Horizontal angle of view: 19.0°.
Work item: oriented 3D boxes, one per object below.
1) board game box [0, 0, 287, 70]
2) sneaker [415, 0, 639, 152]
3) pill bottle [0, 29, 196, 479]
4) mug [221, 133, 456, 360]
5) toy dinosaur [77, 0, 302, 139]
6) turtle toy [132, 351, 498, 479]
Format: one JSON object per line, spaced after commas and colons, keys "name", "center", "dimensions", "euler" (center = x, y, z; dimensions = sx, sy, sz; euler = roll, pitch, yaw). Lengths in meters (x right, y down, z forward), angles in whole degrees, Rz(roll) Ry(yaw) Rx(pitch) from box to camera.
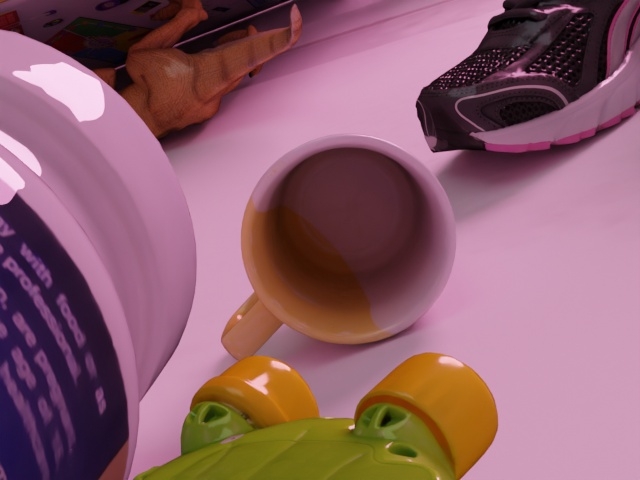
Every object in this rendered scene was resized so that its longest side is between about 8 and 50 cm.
{"name": "board game box", "center": [-0.132, -0.134, 0.969], "dimensions": [0.317, 0.064, 0.242], "euler": [-20, -4, 6]}
{"name": "sneaker", "center": [0.095, -0.093, 0.694], "dimensions": [0.178, 0.077, 0.072], "euler": [-36, 21, -34]}
{"name": "pill bottle", "center": [-0.131, 0.052, 0.427], "dimensions": [0.153, 0.153, 0.264], "euler": [-14, 20, 25]}
{"name": "mug", "center": [0.001, -0.004, 0.584], "dimensions": [0.078, 0.062, 0.064], "euler": [-15, 11, 4]}
{"name": "toy dinosaur", "center": [-0.058, -0.073, 0.872], "dimensions": [0.211, 0.064, 0.112], "euler": [-23, 27, 34]}
{"name": "turtle toy", "center": [0.001, 0.070, 0.357], "dimensions": [0.130, 0.066, 0.095], "euler": [-3, 26, 44]}
